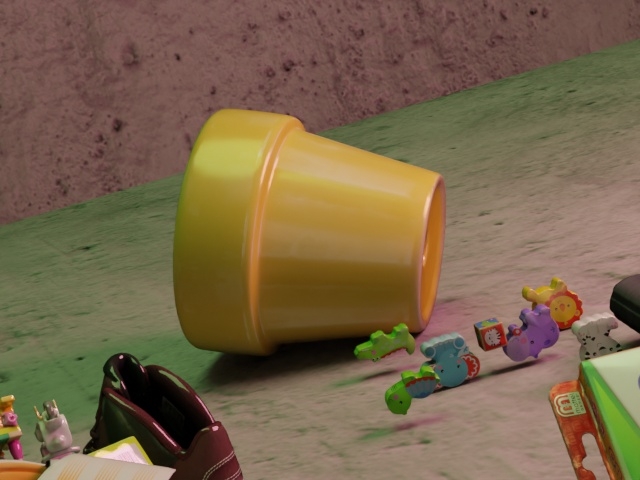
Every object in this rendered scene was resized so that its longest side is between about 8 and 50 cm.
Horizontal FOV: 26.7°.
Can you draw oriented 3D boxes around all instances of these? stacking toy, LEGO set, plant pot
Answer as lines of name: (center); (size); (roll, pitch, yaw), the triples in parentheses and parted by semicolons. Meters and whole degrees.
stacking toy: (0.149, 0.099, 1.207); (0.221, 0.052, 0.167); (-16, 11, -4)
LEGO set: (-0.338, 0.224, 1.126); (0.287, 0.107, 0.132); (-21, -21, -12)
plant pot: (0.000, 0.000, 1.393); (0.239, 0.254, 0.254); (6, 17, 12)

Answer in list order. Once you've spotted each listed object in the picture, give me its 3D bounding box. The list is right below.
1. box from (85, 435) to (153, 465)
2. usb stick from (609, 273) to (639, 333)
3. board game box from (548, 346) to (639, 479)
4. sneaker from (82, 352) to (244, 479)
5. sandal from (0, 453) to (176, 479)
box: (-0.193, 0.202, 0.879); (0.178, 0.042, 0.109); (-44, -15, 30)
usb stick: (0.301, 0.067, 1.071); (0.077, 0.045, 0.278); (-16, 9, -2)
board game box: (0.287, 0.111, 0.869); (0.259, 0.039, 0.124); (-15, 57, 0)
sneaker: (-0.153, 0.158, 0.986); (0.281, 0.163, 0.106); (-3, 16, 38)
sandal: (-0.090, 0.171, 0.753); (0.265, 0.076, 0.102); (20, 40, -9)
